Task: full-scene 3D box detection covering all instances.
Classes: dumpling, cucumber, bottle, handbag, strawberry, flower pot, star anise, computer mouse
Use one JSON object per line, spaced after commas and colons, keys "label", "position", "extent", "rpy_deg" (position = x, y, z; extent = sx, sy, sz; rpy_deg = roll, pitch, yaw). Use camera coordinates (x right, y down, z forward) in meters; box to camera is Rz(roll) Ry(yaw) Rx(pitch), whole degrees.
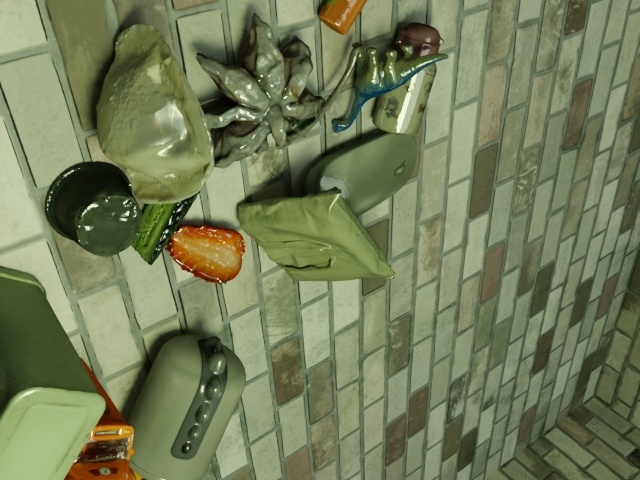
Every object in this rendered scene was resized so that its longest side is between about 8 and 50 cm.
{"label": "dumpling", "position": [-0.263, -0.192, 1.074], "extent": [0.175, 0.226, 0.243], "rpy_deg": [-53, 137, -26]}
{"label": "cucumber", "position": [-0.283, -0.058, 1.265], "extent": [0.062, 0.078, 0.211], "rpy_deg": [8, 114, -61]}
{"label": "bottle", "position": [0.193, -0.352, 1.451], "extent": [0.109, 0.110, 0.233], "rpy_deg": [-6, 122, -39]}
{"label": "handbag", "position": [-0.005, -0.002, 1.445], "extent": [0.316, 0.253, 0.109], "rpy_deg": [49, 43, -48]}
{"label": "strawberry", "position": [-0.240, 0.016, 1.361], "extent": [0.188, 0.082, 0.121], "rpy_deg": [28, 78, -39]}
{"label": "flower pot", "position": [-0.382, -0.046, 1.162], "extent": [0.157, 0.107, 0.158], "rpy_deg": [-24, 133, -29]}
{"label": "star anise", "position": [-0.088, -0.273, 1.238], "extent": [0.360, 0.139, 0.315], "rpy_deg": [-56, 145, 5]}
{"label": "bottle", "position": [0.069, -0.492, 1.279], "extent": [0.069, 0.069, 0.187], "rpy_deg": [26, 98, -48]}
{"label": "computer mouse", "position": [0.100, -0.138, 1.536], "extent": [0.330, 0.095, 0.197], "rpy_deg": [-30, 138, -22]}

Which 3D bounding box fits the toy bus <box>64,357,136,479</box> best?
{"label": "toy bus", "position": [-0.444, 0.351, 1.217], "extent": [0.142, 0.329, 0.153], "rpy_deg": [13, 106, -45]}

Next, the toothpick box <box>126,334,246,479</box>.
{"label": "toothpick box", "position": [-0.283, 0.348, 1.433], "extent": [0.229, 0.229, 0.317], "rpy_deg": [13, 109, -45]}

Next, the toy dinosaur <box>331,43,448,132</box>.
{"label": "toy dinosaur", "position": [0.142, -0.315, 1.396], "extent": [0.247, 0.075, 0.188], "rpy_deg": [-1, 122, 6]}

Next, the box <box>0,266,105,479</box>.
{"label": "box", "position": [-0.539, 0.270, 1.066], "extent": [0.177, 0.343, 0.352], "rpy_deg": [24, 100, -50]}

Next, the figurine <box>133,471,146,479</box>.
{"label": "figurine", "position": [-0.488, 0.531, 1.471], "extent": [0.246, 0.131, 0.157], "rpy_deg": [-17, 114, -19]}
